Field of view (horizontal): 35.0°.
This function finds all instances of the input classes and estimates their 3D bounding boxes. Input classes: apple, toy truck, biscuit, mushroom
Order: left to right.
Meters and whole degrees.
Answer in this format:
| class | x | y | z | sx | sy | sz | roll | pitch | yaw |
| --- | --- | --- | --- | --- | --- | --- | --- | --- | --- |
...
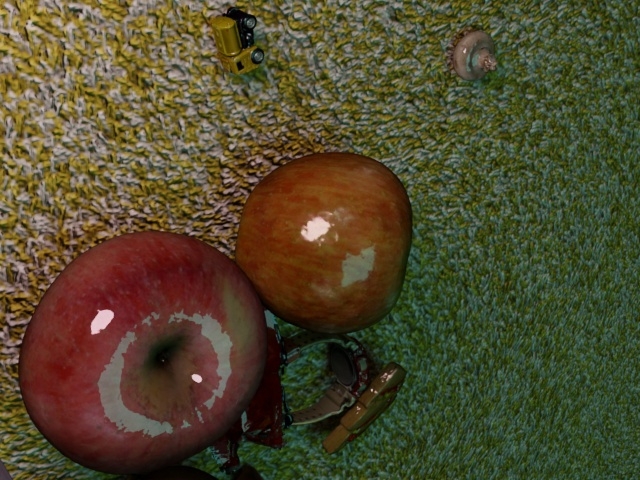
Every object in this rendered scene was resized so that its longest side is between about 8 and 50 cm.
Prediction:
| class | x | y | z | sx | sy | sz | roll | pitch | yaw |
| --- | --- | --- | --- | --- | --- | --- | --- | --- | --- |
| apple | -0.243 | 0.143 | 1.366 | 0.344 | 0.269 | 0.345 | -5 | 99 | -33 |
| toy truck | -0.114 | -0.266 | 1.376 | 0.054 | 0.049 | 0.083 | -32 | 132 | -24 |
| apple | 0.000 | 0.000 | 1.501 | 0.250 | 0.309 | 0.278 | 6 | 77 | -6 |
| biscuit | 0.098 | 0.303 | 1.875 | 0.212 | 0.041 | 0.239 | -30 | 158 | -40 |
| mushroom | 0.265 | -0.304 | 1.690 | 0.085 | 0.079 | 0.085 | -17 | 121 | -31 |

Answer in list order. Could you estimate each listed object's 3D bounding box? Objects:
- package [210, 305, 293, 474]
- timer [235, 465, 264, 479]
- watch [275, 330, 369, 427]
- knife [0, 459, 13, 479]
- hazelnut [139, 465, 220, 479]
| class | x | y | z | sx | sy | sz | roll | pitch | yaw |
| --- | --- | --- | --- | --- | --- | --- | --- | --- | --- |
| package | -0.130 | 0.235 | 1.622 | 0.194 | 0.071 | 0.270 | -25 | 116 | -37 |
| timer | -0.070 | 0.558 | 1.785 | 0.161 | 0.257 | 0.250 | -21 | 130 | -25 |
| watch | -0.042 | 0.239 | 1.743 | 0.268 | 0.102 | 0.165 | -4 | 111 | -32 |
| knife | -0.469 | 0.355 | 1.436 | 0.132 | 0.038 | 0.399 | -37 | 135 | -27 |
| hazelnut | -0.215 | 0.456 | 1.627 | 0.210 | 0.186 | 0.210 | 0 | 91 | -20 |
